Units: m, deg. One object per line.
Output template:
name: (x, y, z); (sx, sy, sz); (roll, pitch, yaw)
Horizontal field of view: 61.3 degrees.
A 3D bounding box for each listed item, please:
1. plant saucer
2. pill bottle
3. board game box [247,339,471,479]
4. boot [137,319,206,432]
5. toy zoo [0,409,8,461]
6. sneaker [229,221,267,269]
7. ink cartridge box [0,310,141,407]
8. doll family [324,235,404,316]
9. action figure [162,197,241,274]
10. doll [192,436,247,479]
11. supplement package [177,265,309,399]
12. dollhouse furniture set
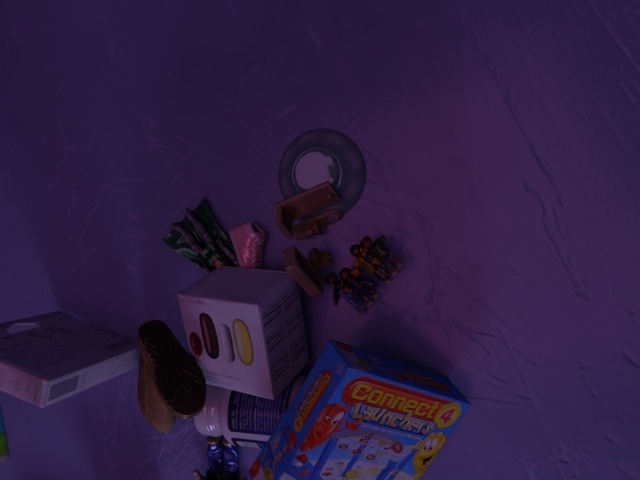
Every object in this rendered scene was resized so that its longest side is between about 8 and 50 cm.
plant saucer: (-0.003, -0.138, 1.122); (0.195, 0.037, 0.194); (1, 92, 17)
pill bottle: (-0.115, 0.350, 1.117); (0.265, 0.153, 0.153); (0, 92, 17)
board game box: (0.076, 0.363, 0.995); (0.308, 0.086, 0.301); (23, 103, -30)
boot: (-0.317, 0.326, 1.131); (0.236, 0.089, 0.269); (54, 142, 34)
toy zoo: (-0.942, 0.450, 1.444); (0.192, 0.030, 0.293); (-13, 88, 18)
sneaker: (-0.143, 0.021, 1.164); (0.070, 0.051, 0.134); (-26, 80, 21)
ink cartridge box: (-0.591, 0.247, 1.187); (0.261, 0.296, 0.066); (16, 97, 17)
doll family: (0.080, 0.067, 1.087); (0.111, 0.076, 0.193); (38, 105, 8)
action figure: (-0.235, 0.033, 1.192); (0.137, 0.063, 0.232); (-45, 83, 11)
doll: (-0.227, 0.530, 1.215); (0.129, 0.046, 0.188); (3, 100, 8)
supplement package: (-0.150, 0.177, 1.081); (0.194, 0.149, 0.203); (3, 111, 28)
dollhouse furniture set: (0.000, 0.000, 1.068); (0.123, 0.144, 0.151); (-23, 45, 17)
